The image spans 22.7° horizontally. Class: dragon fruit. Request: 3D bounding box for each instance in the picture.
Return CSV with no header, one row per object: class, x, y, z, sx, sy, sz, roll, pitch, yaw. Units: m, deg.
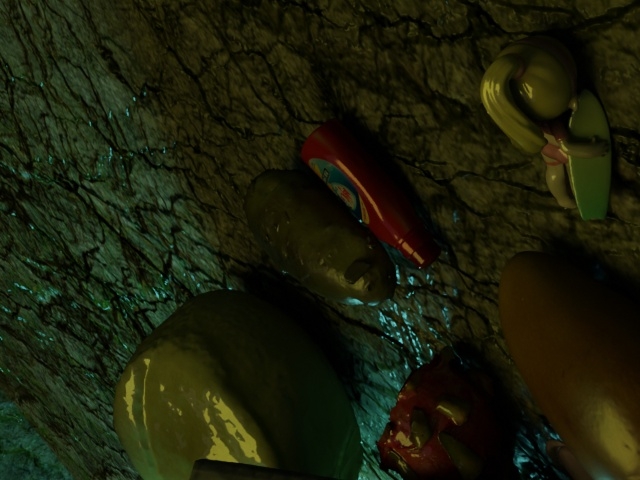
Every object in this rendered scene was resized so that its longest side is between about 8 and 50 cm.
dragon fruit,0.129,0.206,1.595,0.150,0.133,0.208,11,137,57

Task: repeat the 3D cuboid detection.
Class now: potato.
potato,0.000,0.000,1.609,0.225,0.090,0.117,38,161,45

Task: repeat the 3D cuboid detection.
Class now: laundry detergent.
laundry detergent,0.050,-0.037,1.513,0.165,0.049,0.097,49,168,12

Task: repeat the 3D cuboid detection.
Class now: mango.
mango,0.228,0.105,1.272,0.253,0.113,0.138,56,154,26

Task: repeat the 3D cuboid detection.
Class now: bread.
bread,-0.088,0.213,1.928,0.320,0.237,0.320,28,144,23

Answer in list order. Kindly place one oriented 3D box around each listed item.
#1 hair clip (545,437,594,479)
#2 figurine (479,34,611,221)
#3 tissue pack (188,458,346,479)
hair clip,0.304,0.235,1.360,0.358,0.110,0.096,178,100,-69
figurine,0.171,-0.078,1.185,0.083,0.083,0.187,34,160,42
tissue pack,0.075,0.345,1.638,0.394,0.124,0.288,4,154,39
